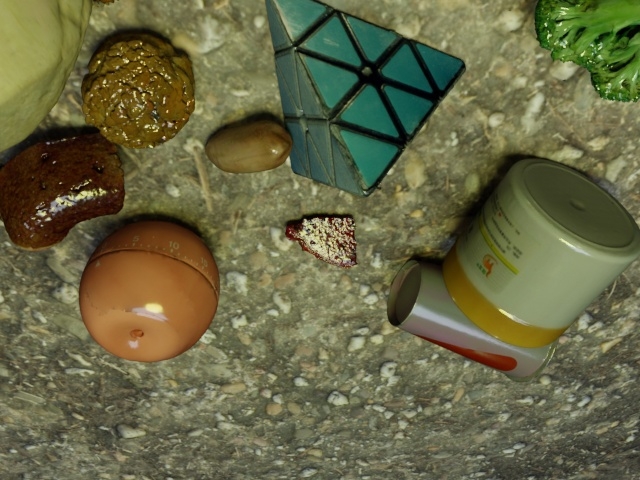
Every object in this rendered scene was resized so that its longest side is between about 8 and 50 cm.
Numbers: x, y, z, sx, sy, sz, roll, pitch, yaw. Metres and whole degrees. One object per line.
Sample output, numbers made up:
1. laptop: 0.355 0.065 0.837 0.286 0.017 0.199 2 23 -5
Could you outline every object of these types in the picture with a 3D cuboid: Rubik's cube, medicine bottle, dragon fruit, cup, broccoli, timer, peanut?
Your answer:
1. Rubik's cube: 0.040 -0.185 0.810 0.234 0.228 0.229 20 -174 24
2. medicine bottle: 0.359 0.020 0.986 0.238 0.237 0.231 12 131 -17
3. dragon fruit: 0.000 -0.001 1.071 0.132 0.063 0.096 1 103 -7
4. cup: 0.288 0.144 1.156 0.289 0.203 0.203 19 130 -15
5. broccoli: 0.404 -0.273 0.673 0.269 0.269 0.254 12 118 -17
6. timer: -0.286 0.083 1.004 0.230 0.214 0.229 0 131 0
7. peanut: -0.110 -0.138 0.890 0.152 0.076 0.076 -4 140 29

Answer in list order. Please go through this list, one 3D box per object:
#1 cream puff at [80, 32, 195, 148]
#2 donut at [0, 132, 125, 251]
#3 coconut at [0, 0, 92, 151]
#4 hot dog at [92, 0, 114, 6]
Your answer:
1. cream puff: -0.245 -0.192 0.793 0.150 0.115 0.165 -3 137 -6
2. donut: -0.389 -0.072 0.873 0.187 0.126 0.144 -17 155 -25
3. coconut: -0.420 -0.273 0.521 0.416 0.344 0.415 31 154 17
4. hot dog: -0.276 -0.360 0.664 0.108 0.059 0.191 -9 138 9
